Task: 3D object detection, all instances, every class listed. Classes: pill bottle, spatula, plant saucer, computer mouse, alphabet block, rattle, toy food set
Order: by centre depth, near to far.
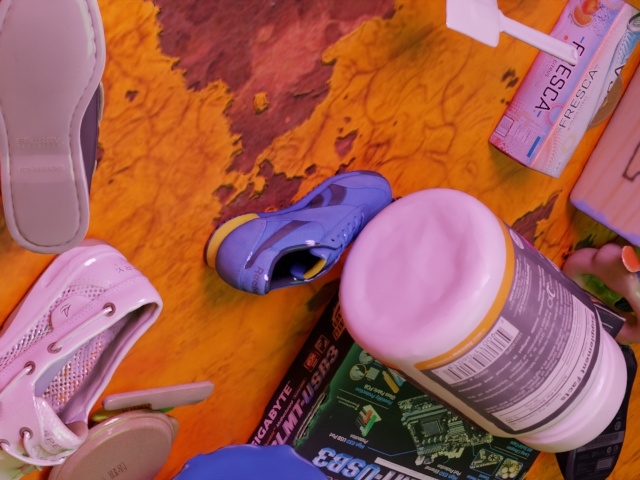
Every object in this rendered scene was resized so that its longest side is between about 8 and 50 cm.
[{"bbox_3d":[0.165,-0.239,1.613,0.242,0.019,0.168,10,73,-56],"label":"spatula"},{"bbox_3d":[-0.181,0.184,1.633,0.132,0.038,0.192,-2,132,-44],"label":"toy food set"},{"bbox_3d":[0.152,0.080,1.683,0.162,0.162,0.278,-54,136,0],"label":"pill bottle"},{"bbox_3d":[0.280,-0.144,1.918,0.083,0.015,0.083,-32,141,-30],"label":"plant saucer"},{"bbox_3d":[0.413,-0.075,1.984,0.192,0.193,0.197,5,116,-54],"label":"alphabet block"},{"bbox_3d":[0.348,0.022,2.023,0.142,0.130,0.200,-27,157,-18],"label":"rattle"},{"bbox_3d":[0.347,0.159,2.237,0.184,0.060,0.262,-13,118,-40],"label":"computer mouse"}]

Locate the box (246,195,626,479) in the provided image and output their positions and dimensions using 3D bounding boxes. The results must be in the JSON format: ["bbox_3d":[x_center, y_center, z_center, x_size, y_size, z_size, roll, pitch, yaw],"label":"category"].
[{"bbox_3d":[0.113,0.140,1.844,0.295,0.073,0.293,24,102,-37],"label":"box"}]

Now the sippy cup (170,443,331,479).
[{"bbox_3d":[-0.059,0.307,1.691,0.305,0.240,0.224,-37,146,-29],"label":"sippy cup"}]

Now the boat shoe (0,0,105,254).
[{"bbox_3d":[-0.192,-0.103,1.329,0.081,0.069,0.228,3,121,-6],"label":"boat shoe"}]

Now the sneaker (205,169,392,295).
[{"bbox_3d":[0.000,0.000,1.643,0.209,0.082,0.069,-23,134,-40],"label":"sneaker"}]

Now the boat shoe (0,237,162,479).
[{"bbox_3d":[-0.225,0.132,1.468,0.277,0.096,0.098,-55,147,2],"label":"boat shoe"}]

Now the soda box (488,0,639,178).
[{"bbox_3d":[0.239,-0.153,1.820,0.063,0.058,0.183,15,108,-55],"label":"soda box"}]
